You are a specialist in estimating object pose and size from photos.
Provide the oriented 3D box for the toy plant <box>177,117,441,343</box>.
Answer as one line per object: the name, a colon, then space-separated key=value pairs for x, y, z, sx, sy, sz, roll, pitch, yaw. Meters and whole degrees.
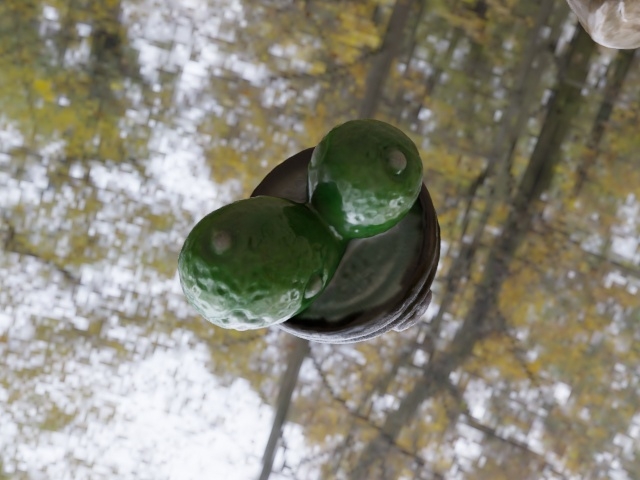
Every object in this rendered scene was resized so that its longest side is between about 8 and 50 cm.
toy plant: x=0.000 y=0.000 z=1.190 sx=0.175 sy=0.218 sz=0.235 roll=50 pitch=-178 yaw=24

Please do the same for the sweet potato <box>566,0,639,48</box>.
sweet potato: x=0.120 y=-0.257 z=0.612 sx=0.109 sy=0.109 sz=0.385 roll=3 pitch=-108 yaw=-28
